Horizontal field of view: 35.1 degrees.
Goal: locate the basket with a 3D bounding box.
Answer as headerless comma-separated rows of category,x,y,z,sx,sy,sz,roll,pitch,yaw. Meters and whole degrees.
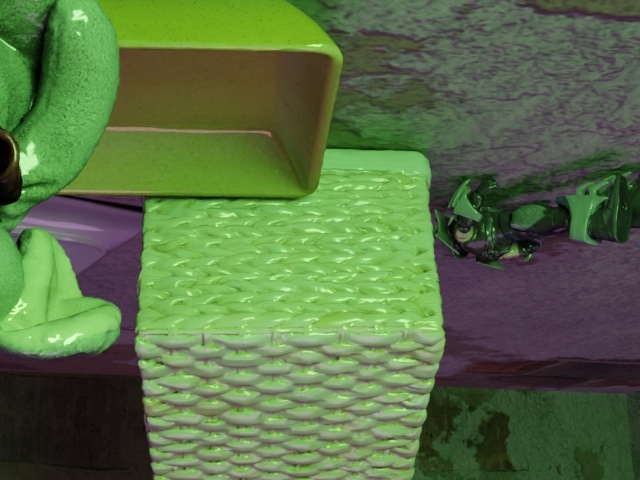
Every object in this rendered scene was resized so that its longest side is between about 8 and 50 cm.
basket,-0.036,0.096,1.149,0.331,0.266,0.328,-1,137,-5

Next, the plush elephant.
plush elephant,-0.250,-0.042,0.615,0.272,0.255,0.330,-8,131,-8

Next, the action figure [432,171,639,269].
action figure,0.257,-0.025,1.242,0.285,0.099,0.185,-10,169,40

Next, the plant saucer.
plant saucer,-0.159,-0.128,0.890,0.333,0.081,0.333,0,163,-4

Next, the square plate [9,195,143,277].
square plate,-0.449,0.001,1.375,0.347,0.049,0.344,9,161,-30
